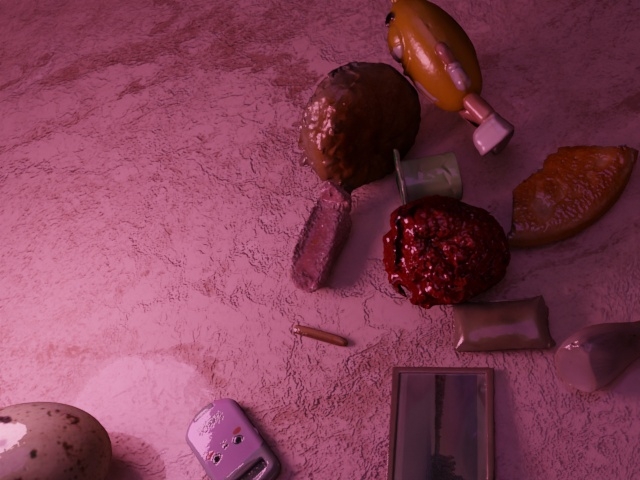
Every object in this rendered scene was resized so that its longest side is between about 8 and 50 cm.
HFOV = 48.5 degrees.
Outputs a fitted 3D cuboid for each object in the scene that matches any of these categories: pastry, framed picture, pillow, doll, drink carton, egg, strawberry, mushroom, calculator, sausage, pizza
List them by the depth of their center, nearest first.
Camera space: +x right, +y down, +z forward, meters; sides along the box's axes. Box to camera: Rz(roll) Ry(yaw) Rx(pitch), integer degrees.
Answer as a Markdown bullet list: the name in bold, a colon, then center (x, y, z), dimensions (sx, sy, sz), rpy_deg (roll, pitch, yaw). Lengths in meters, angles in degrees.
- **mushroom**: center (0.577, 0.208, 1.398), dimensions (0.225, 0.093, 0.116), rpy_deg (-26, 72, -9)
- **framed picture**: center (0.240, 0.388, 1.419), dimensions (0.213, 0.016, 0.289), rpy_deg (-2, 55, 16)
- **pillow**: center (0.380, 0.176, 1.490), dimensions (0.208, 0.053, 0.119), rpy_deg (-7, 57, 18)
- **egg**: center (-0.627, 0.489, 1.494), dimensions (0.379, 0.287, 0.288), rpy_deg (-12, 58, -6)
- **calculator**: center (-0.187, 0.452, 1.518), dimensions (0.141, 0.045, 0.246), rpy_deg (-39, 59, -6)
- **strawberry**: center (0.258, 0.010, 1.524), dimensions (0.274, 0.220, 0.274), rpy_deg (-10, 56, 15)
- **pizza**: center (0.548, -0.108, 1.584), dimensions (0.365, 0.074, 0.182), rpy_deg (-40, 60, -6)
- **sausage**: center (0.000, 0.215, 1.604), dimensions (0.132, 0.024, 0.024), rpy_deg (12, 66, 23)
- **doll**: center (0.306, -0.367, 1.643), dimensions (0.161, 0.348, 0.423), rpy_deg (-37, 57, 4)
- **drink carton**: center (0.252, -0.137, 1.659), dimensions (0.142, 0.146, 0.144), rpy_deg (-9, 60, 3)
- **pastry**: center (0.003, 0.001, 1.676), dimensions (0.103, 0.112, 0.265), rpy_deg (20, 81, 14)
- **pastry**: center (0.095, -0.273, 1.681), dimensions (0.329, 0.330, 0.136), rpy_deg (-37, 48, -5)

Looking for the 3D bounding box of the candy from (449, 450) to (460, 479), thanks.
- **candy**: center (0.264, 0.451, 1.392), dimensions (0.030, 0.020, 0.083), rpy_deg (-6, 56, 5)
